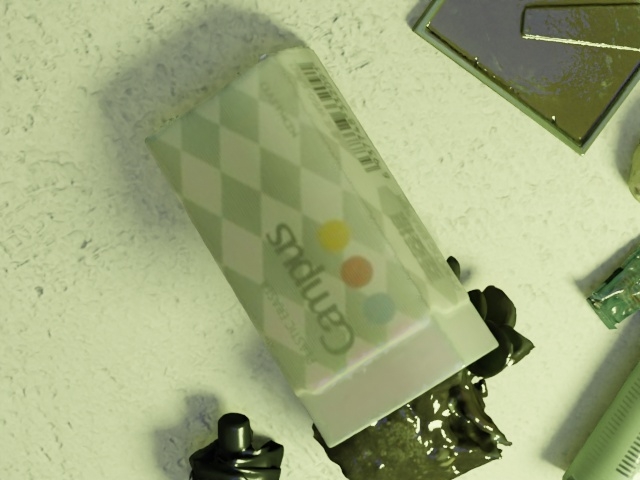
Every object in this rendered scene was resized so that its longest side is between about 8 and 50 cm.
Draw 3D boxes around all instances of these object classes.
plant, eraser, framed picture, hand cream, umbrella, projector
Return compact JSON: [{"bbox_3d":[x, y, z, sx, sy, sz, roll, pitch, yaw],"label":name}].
[{"bbox_3d":[0.131,0.175,1.332,0.188,0.199,0.276,39,102,-24],"label":"plant"},{"bbox_3d":[0.000,0.000,1.210,0.213,0.082,0.397,-33,80,5],"label":"eraser"},{"bbox_3d":[0.265,-0.247,1.299,0.265,0.018,0.192,34,100,-17],"label":"framed picture"},{"bbox_3d":[0.444,0.016,1.393,0.248,0.052,0.075,-43,108,7],"label":"hand cream"},{"bbox_3d":[-0.102,0.346,1.397,0.122,0.110,0.272,-2,104,-7],"label":"umbrella"},{"bbox_3d":[0.439,0.201,1.424,0.108,0.108,0.337,26,103,-16],"label":"projector"}]

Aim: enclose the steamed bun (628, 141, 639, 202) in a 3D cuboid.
[{"bbox_3d":[0.441,-0.086,1.339,0.112,0.091,0.130,26,102,-17],"label":"steamed bun"}]
